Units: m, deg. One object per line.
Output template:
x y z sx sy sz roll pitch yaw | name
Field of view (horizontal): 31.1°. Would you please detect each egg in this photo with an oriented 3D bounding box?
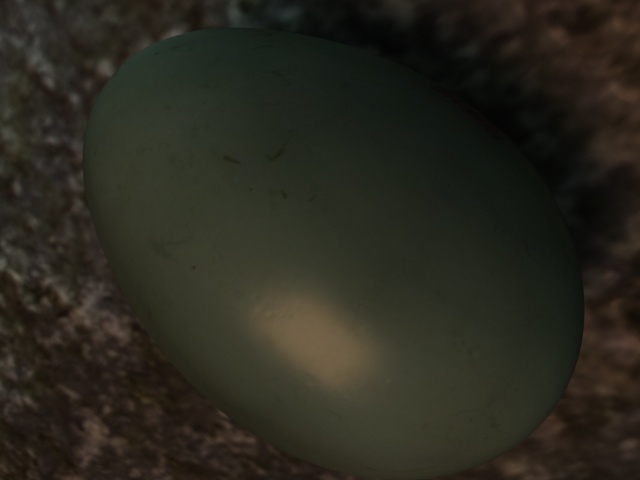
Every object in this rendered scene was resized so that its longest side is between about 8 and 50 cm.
0.000 0.000 0.543 0.264 0.183 0.183 35 139 16 | egg
